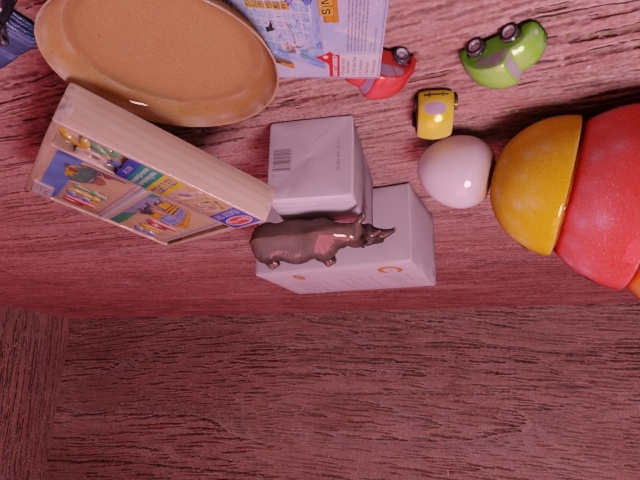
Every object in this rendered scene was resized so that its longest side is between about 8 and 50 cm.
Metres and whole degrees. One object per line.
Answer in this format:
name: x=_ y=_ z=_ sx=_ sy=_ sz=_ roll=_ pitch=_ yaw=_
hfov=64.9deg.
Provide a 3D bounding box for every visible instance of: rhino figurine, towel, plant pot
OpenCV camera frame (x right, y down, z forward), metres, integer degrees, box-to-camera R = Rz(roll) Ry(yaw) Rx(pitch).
rhino figurine: x=0.000 y=0.000 z=0.793 sx=0.244 sy=0.073 sz=0.106 roll=-7 pitch=163 yaw=20
towel: x=-0.391 y=-0.240 z=0.598 sx=0.120 sy=0.029 sz=0.067 roll=-11 pitch=158 yaw=32
plant pot: x=-0.160 y=-0.189 z=0.521 sx=0.237 sy=0.032 sz=0.236 roll=2 pitch=163 yaw=1

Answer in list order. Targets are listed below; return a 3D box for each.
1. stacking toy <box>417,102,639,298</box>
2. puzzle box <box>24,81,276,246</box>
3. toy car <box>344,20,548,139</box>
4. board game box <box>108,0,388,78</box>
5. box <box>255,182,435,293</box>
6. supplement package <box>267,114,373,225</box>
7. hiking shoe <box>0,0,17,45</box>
stacking toy: x=0.383 y=-0.076 z=0.745 sx=0.480 sy=0.350 sz=0.350 roll=14 pitch=168 yaw=25
puzzle box: x=-0.280 y=-0.077 z=0.759 sx=0.272 sy=0.052 sz=0.409 roll=25 pitch=161 yaw=-29
toy car: x=0.169 y=-0.201 z=0.635 sx=0.225 sy=0.053 sz=0.239 roll=-13 pitch=157 yaw=39
board game box: x=-0.094 y=-0.262 z=0.443 sx=0.318 sy=0.065 sz=0.318 roll=1 pitch=163 yaw=2
box: x=0.061 y=0.011 z=1.121 sx=0.346 sy=0.168 sz=0.215 roll=-6 pitch=160 yaw=24
supplement package: x=0.011 y=-0.087 z=0.866 sx=0.134 sy=0.138 sz=0.244 roll=-3 pitch=161 yaw=13
hiking shoe: x=-0.307 y=-0.241 z=0.388 sx=0.086 sy=0.114 sz=0.227 roll=-4 pitch=178 yaw=5
